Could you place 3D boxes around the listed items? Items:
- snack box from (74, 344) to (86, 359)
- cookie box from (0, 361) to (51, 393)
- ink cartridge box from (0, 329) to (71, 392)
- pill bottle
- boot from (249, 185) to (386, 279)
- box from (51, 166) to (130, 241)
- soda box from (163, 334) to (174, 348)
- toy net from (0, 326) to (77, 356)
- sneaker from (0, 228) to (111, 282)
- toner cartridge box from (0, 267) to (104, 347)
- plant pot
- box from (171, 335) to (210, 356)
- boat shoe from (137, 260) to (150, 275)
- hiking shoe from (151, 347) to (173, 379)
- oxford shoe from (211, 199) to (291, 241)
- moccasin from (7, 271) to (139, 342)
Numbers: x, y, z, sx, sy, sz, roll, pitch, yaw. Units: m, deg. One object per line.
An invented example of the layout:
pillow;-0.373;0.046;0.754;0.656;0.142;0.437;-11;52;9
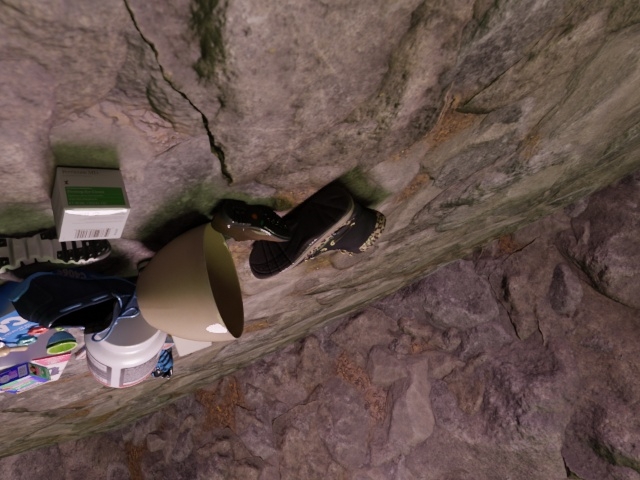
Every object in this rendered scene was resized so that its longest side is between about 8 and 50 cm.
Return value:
snack box;-0.773;0.363;1.426;0.178;0.022;0.064;-36;154;30
cookie box;-0.798;0.369;1.113;0.092;0.040;0.107;-21;158;-12
ink cartridge box;-0.840;0.343;1.200;0.172;0.100;0.237;-3;150;-42
pill bottle;-0.554;0.277;1.189;0.210;0.210;0.363;-10;155;-32
boot;0.000;0.000;1.223;0.377;0.138;0.284;-40;154;24
box;-0.397;-0.061;0.717;0.101;0.087;0.102;-5;151;-40
soda box;-0.616;0.365;1.537;0.058;0.063;0.183;-30;158;13
toy net;-0.714;0.254;0.989;0.232;0.045;0.122;-10;157;-33
sneaker;-0.541;0.032;0.815;0.234;0.078;0.106;-9;160;-31
toner cartridge box;-0.700;0.170;0.969;0.348;0.075;0.165;-26;161;7
plant pot;-0.316;0.116;0.989;0.191;0.284;0.284;-14;159;1
box;-0.440;0.268;1.380;0.121;0.148;0.311;-16;159;-21
boat shoe;-0.444;0.121;1.132;0.075;0.065;0.206;-18;158;-14
hiking shoe;-0.656;0.476;1.665;0.113;0.132;0.304;-22;159;-4
oxford shoe;-0.170;-0.035;1.036;0.096;0.082;0.227;-35;144;33
moccasin;-0.489;0.155;0.883;0.137;0.117;0.342;-49;166;3
